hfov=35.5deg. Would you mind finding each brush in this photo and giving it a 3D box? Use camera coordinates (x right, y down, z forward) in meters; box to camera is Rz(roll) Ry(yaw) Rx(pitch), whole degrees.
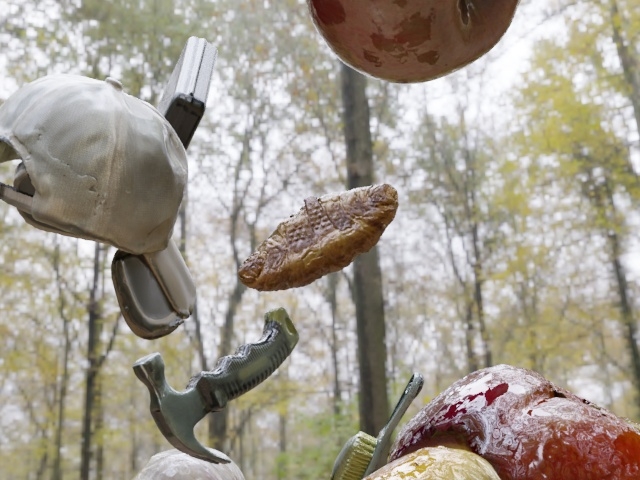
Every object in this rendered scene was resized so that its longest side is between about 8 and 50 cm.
[{"bbox_3d":[0.073,0.297,1.487,0.060,0.068,0.296,23,-57,0],"label":"brush"}]

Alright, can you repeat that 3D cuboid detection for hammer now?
[{"bbox_3d":[-0.109,0.165,1.213,0.041,0.158,0.226,-18,12,47],"label":"hammer"}]

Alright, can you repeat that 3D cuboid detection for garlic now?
[{"bbox_3d":[-0.270,0.541,1.884,0.259,0.317,0.317,39,-14,16],"label":"garlic"}]

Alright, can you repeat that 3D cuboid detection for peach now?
[{"bbox_3d":[0.226,0.365,1.121,0.353,0.416,0.339,27,-6,-29],"label":"peach"}]

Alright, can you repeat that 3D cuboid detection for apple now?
[{"bbox_3d":[0.133,-0.373,1.332,0.270,0.344,0.345,22,-13,20],"label":"apple"}]

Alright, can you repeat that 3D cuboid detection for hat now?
[{"bbox_3d":[-0.187,-0.036,0.921,0.161,0.232,0.275,-40,-41,-9],"label":"hat"}]

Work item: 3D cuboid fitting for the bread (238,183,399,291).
[{"bbox_3d":[0.000,0.000,1.306,0.233,0.105,0.076,-29,-33,-2],"label":"bread"}]

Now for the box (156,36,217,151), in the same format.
[{"bbox_3d":[-0.199,-0.178,1.394,0.050,0.230,0.160,23,-61,-15],"label":"box"}]

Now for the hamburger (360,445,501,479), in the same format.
[{"bbox_3d":[0.044,0.260,0.739,0.244,0.163,0.244,-33,-5,-3],"label":"hamburger"}]
